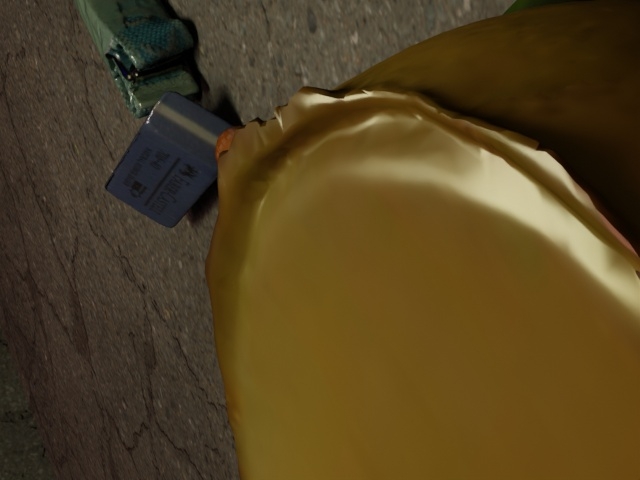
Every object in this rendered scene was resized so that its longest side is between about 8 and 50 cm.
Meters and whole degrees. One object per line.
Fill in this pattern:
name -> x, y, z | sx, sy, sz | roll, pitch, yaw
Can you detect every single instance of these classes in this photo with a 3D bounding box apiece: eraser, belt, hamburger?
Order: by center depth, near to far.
hamburger -> 0.170, 0.095, 0.461 | 0.396, 0.277, 0.395 | 46, 148, 42
eraser -> -0.138, -0.071, 1.343 | 0.082, 0.036, 0.225 | 32, 158, -9
belt -> -0.197, -0.234, 1.374 | 0.302, 0.072, 0.087 | 58, 154, 33

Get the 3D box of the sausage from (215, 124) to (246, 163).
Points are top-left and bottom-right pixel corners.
sausage -> 0.000, 0.000, 1.095 | 0.348, 0.053, 0.053 | 47, 146, 47
